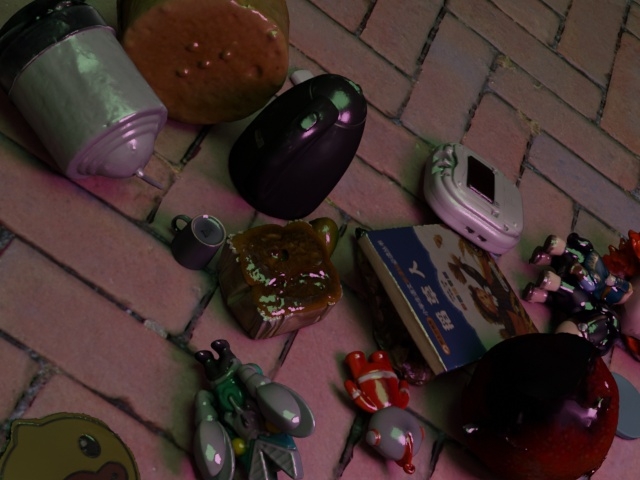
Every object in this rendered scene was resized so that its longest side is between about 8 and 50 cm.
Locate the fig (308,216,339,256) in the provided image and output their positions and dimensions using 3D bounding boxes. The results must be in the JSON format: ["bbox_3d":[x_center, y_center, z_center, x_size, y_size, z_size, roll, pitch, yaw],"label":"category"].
[{"bbox_3d":[0.000,0.000,2.050,0.074,0.074,0.087,4,76,-33],"label":"fig"}]

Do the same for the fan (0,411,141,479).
[{"bbox_3d":[-0.341,0.389,1.575,0.335,0.011,0.229,46,45,4],"label":"fan"}]

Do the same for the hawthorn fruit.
[{"bbox_3d":[0.407,0.303,1.953,0.316,0.316,0.315,18,51,-24],"label":"hawthorn fruit"}]

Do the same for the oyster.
[{"bbox_3d":[0.142,0.120,2.069,0.129,0.078,0.345,-9,68,-29],"label":"oyster"}]

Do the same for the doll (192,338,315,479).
[{"bbox_3d":[-0.134,0.294,1.715,0.258,0.195,0.153,31,4,22],"label":"doll"}]

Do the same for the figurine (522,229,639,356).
[{"bbox_3d":[0.638,0.122,2.320,0.412,0.241,0.306,-2,52,-24],"label":"figurine"}]

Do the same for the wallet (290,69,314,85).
[{"bbox_3d":[-0.012,-0.312,2.295,0.061,0.025,0.122,-17,70,-48],"label":"wallet"}]

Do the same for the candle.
[{"bbox_3d":[-0.397,-0.236,1.838,0.221,0.221,0.342,-30,79,-44],"label":"candle"}]

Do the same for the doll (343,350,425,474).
[{"bbox_3d":[0.119,0.306,1.913,0.142,0.076,0.245,1,55,-33],"label":"doll"}]

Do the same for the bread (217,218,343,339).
[{"bbox_3d":[-0.072,0.065,1.925,0.210,0.110,0.192,-10,64,-39],"label":"bread"}]

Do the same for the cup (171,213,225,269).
[{"bbox_3d":[-0.222,-0.008,1.895,0.100,0.077,0.078,46,45,2],"label":"cup"}]

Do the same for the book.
[{"bbox_3d":[0.263,0.101,2.107,0.428,0.039,0.300,-7,62,-56],"label":"book"}]

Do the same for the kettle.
[{"bbox_3d":[-0.036,-0.180,2.000,0.207,0.290,0.268,46,46,0],"label":"kettle"}]

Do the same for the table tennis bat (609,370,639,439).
[{"bbox_3d":[0.602,0.333,2.256,0.244,0.040,0.152,24,48,-24],"label":"table tennis bat"}]

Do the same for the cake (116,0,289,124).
[{"bbox_3d":[-0.218,-0.428,2.037,0.332,0.332,0.321,18,43,-24],"label":"cake"}]

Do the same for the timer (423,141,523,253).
[{"bbox_3d":[0.334,-0.097,2.307,0.237,0.087,0.262,35,31,-14],"label":"timer"}]
